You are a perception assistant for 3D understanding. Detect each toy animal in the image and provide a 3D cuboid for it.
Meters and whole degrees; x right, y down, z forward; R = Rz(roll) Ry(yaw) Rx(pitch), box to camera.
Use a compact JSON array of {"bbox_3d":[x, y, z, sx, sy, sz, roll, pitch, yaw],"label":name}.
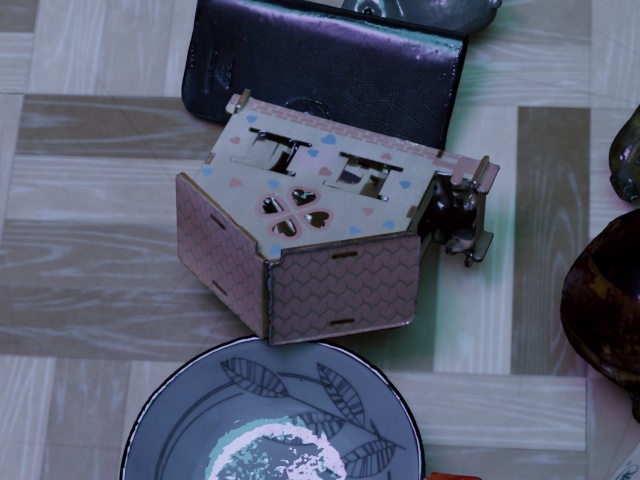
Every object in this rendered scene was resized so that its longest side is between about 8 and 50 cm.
[{"bbox_3d":[0.090,-0.261,2.134,0.236,0.108,0.138,-25,35,-10],"label":"toy animal"}]

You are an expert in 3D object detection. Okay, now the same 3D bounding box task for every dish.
[{"bbox_3d":[-0.046,0.256,1.916,0.316,0.106,0.316,-2,67,6],"label":"dish"}]

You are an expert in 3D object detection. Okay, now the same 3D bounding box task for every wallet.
[{"bbox_3d":[-0.002,-0.187,2.107,0.318,0.045,0.172,14,105,9],"label":"wallet"}]

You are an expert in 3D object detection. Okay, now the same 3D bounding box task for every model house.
[{"bbox_3d":[0.000,0.000,1.948,0.326,0.169,0.244,16,42,12],"label":"model house"}]

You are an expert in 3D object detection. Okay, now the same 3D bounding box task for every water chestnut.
[{"bbox_3d":[0.358,0.077,1.928,0.224,0.238,0.223,-1,24,1],"label":"water chestnut"}]

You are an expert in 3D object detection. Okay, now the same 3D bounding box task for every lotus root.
[{"bbox_3d":[0.383,-0.112,2.065,0.089,0.080,0.179,24,64,29],"label":"lotus root"}]

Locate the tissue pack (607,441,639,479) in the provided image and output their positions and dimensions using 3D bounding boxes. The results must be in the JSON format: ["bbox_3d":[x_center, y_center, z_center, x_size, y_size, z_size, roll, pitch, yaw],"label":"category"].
[{"bbox_3d":[0.389,0.335,1.736,0.380,0.207,0.297,-45,103,-16],"label":"tissue pack"}]

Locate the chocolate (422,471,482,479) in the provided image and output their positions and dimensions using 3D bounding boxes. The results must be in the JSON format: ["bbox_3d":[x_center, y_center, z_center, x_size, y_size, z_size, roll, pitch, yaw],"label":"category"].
[{"bbox_3d":[0.104,0.372,1.787,0.235,0.237,0.108,-40,24,-13],"label":"chocolate"}]
